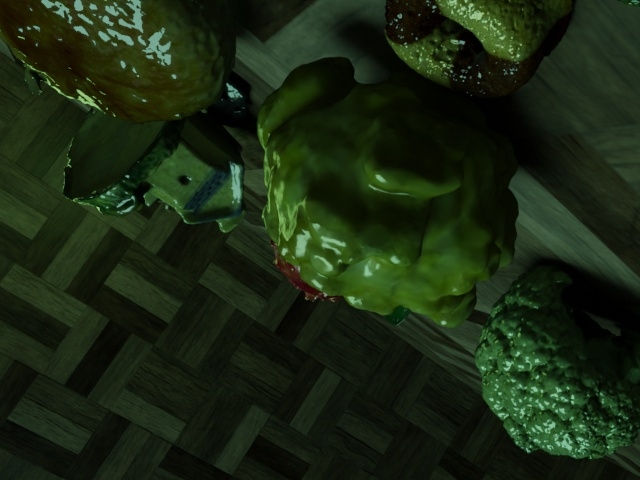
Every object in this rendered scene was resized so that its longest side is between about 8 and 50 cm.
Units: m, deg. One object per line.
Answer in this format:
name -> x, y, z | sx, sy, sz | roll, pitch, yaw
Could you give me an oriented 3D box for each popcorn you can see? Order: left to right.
popcorn -> 0.068, -0.043, 0.585 | 0.234, 0.242, 0.250 | -26, 141, 35

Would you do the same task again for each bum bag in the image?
bum bag -> -0.160, -0.228, 1.003 | 0.087, 0.049, 0.197 | 29, 171, -3

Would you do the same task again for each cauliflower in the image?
cauliflower -> 0.354, 0.173, 0.858 | 0.250, 0.275, 0.272 | 1, 152, -2

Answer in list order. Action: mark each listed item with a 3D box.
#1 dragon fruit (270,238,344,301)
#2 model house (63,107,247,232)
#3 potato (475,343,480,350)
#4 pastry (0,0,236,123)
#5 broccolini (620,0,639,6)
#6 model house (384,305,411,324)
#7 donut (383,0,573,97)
dragon fruit -> 0.000, 0.000, 1.180 | 0.205, 0.210, 0.268 | 0, 148, 29
model house -> -0.282, -0.132, 1.122 | 0.266, 0.261, 0.321 | 36, -166, -41
potato -> 0.467, 0.311, 1.584 | 0.170, 0.080, 0.107 | 43, 175, -36
pastry -> -0.249, -0.260, 0.683 | 0.329, 0.136, 0.330 | 19, 159, 7
broccolini -> 0.117, -0.169, 0.329 | 0.239, 0.054, 0.051 | 35, -161, 27
model house -> 0.185, 0.072, 1.132 | 0.088, 0.167, 0.117 | 6, -139, -40
donut -> 0.099, -0.154, 0.422 | 0.140, 0.059, 0.140 | 30, 173, 4
